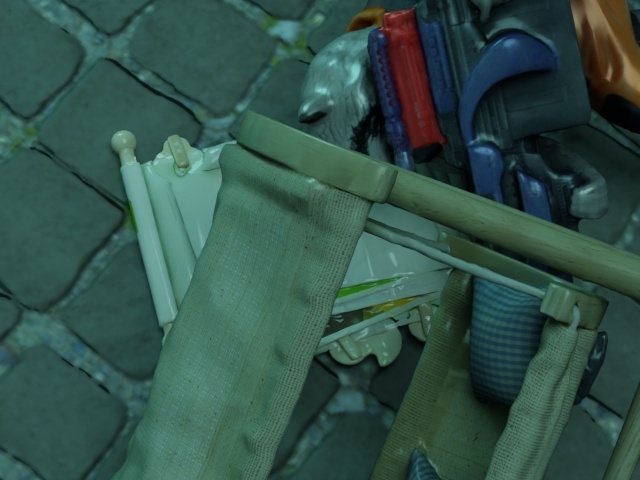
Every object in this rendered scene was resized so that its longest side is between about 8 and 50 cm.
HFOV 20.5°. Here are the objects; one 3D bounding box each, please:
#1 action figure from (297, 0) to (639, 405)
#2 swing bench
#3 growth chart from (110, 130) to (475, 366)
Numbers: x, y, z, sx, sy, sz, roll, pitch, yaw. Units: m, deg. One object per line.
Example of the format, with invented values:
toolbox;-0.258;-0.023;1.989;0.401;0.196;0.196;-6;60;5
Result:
action figure;0.143;-0.072;1.083;0.330;0.178;0.341;-6;98;-12
swing bench;0.031;0.092;0.921;0.254;0.165;0.253;20;94;-3
growth chart;0.000;0.000;1.081;0.237;0.021;0.172;-6;69;-13
